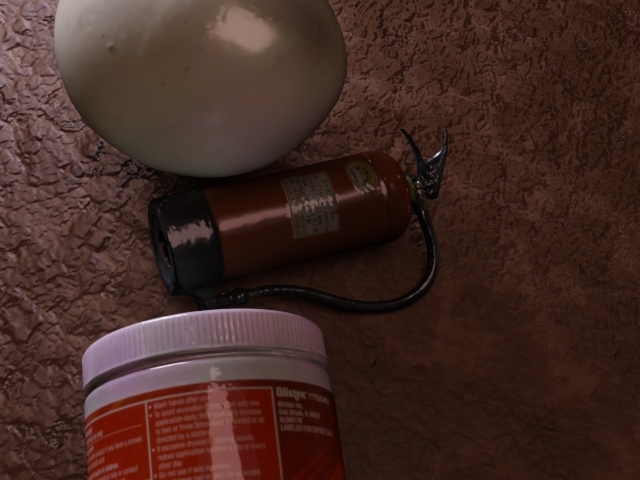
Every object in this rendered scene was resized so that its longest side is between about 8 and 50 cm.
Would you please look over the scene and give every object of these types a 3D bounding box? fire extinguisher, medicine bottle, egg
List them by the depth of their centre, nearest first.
[{"bbox_3d":[-0.104,0.218,1.109,0.253,0.252,0.240,-3,69,-14],"label":"medicine bottle"},{"bbox_3d":[-0.129,-0.208,1.247,0.345,0.283,0.283,18,57,38],"label":"egg"},{"bbox_3d":[-0.004,-0.005,1.324,0.376,0.113,0.200,-15,114,-17],"label":"fire extinguisher"}]
